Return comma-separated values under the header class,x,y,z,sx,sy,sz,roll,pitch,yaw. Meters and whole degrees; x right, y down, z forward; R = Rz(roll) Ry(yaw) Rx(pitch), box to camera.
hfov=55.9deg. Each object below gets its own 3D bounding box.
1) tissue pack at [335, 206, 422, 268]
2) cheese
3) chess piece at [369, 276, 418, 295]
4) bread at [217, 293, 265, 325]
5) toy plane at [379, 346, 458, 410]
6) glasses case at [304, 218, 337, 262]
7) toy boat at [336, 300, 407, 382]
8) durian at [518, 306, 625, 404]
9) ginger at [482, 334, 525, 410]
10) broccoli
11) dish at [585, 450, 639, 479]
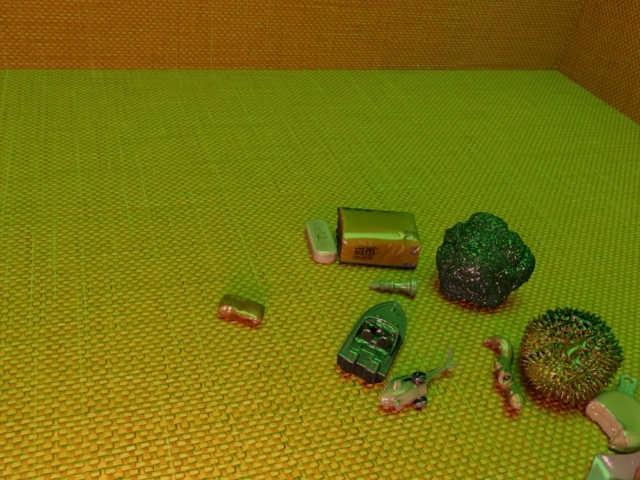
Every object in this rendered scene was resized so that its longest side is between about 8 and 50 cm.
class,x,y,z,sx,sy,sz,roll,pitch,yaw
tissue pack,0.190,-0.014,2.026,0.271,0.133,0.192,3,38,-8
cheese,0.819,0.455,1.603,0.249,0.070,0.163,-19,45,-34
chess piece,0.229,0.144,1.901,0.149,0.059,0.059,1,37,1
bread,-0.224,0.199,1.718,0.132,0.053,0.074,17,37,7
toy plane,0.264,0.367,1.591,0.287,0.091,0.108,-18,20,-29
glasses case,0.000,0.000,2.036,0.083,0.050,0.196,-4,39,-14
toy boat,0.160,0.265,1.685,0.141,0.092,0.319,23,38,14
durian,0.683,0.301,1.642,0.292,0.224,0.291,4,31,-2
ginger,0.508,0.355,1.663,0.089,0.075,0.288,43,25,-25
broccoli,0.517,0.065,1.917,0.308,0.307,0.275,26,2,21
dish,0.669,0.574,1.369,0.212,0.151,0.077,-33,88,-39
